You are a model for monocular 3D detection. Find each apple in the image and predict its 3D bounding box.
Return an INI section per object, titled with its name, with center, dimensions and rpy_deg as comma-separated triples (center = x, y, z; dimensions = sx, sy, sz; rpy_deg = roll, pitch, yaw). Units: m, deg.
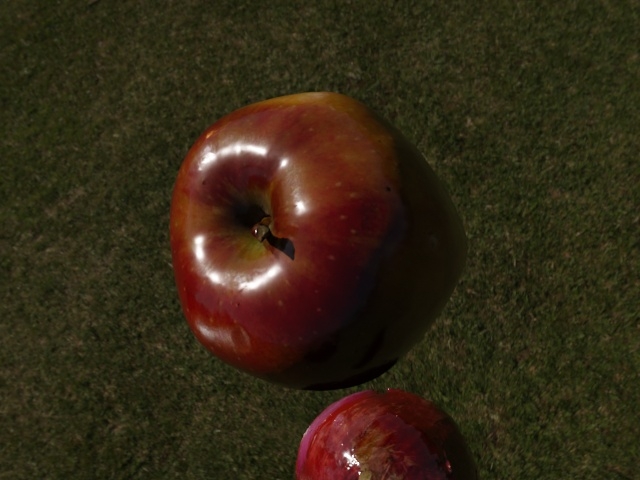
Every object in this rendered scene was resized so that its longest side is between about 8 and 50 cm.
[apple]
center = 0.000, 0.000, 0.565
dimensions = 0.288, 0.316, 0.288
rpy_deg = -1, 87, 30

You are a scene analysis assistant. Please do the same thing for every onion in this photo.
[onion]
center = 0.087, 0.342, 0.761
dimensions = 0.276, 0.276, 0.276
rpy_deg = -6, 60, 10
